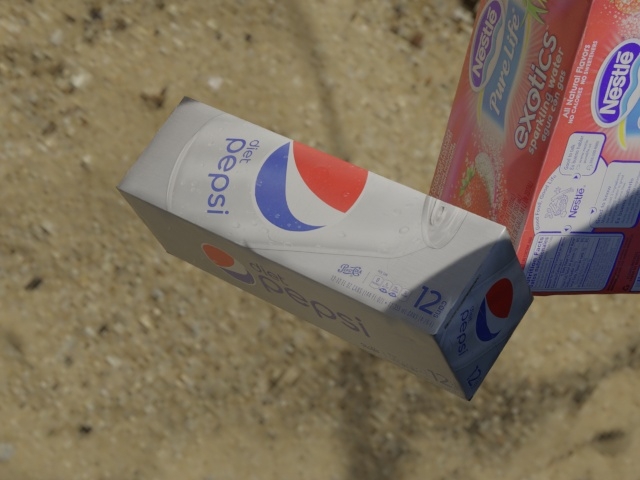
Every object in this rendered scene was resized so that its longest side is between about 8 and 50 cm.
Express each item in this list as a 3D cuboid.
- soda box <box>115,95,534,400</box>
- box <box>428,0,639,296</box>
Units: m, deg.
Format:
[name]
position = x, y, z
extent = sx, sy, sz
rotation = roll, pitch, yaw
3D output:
[soda box]
position = 0.000, 0.000, 1.094
extent = 0.091, 0.286, 0.098
rotation = -55, 146, -17
[box]
position = 0.199, -0.120, 1.128
extent = 0.154, 0.142, 0.300
rotation = -1, 121, -24
